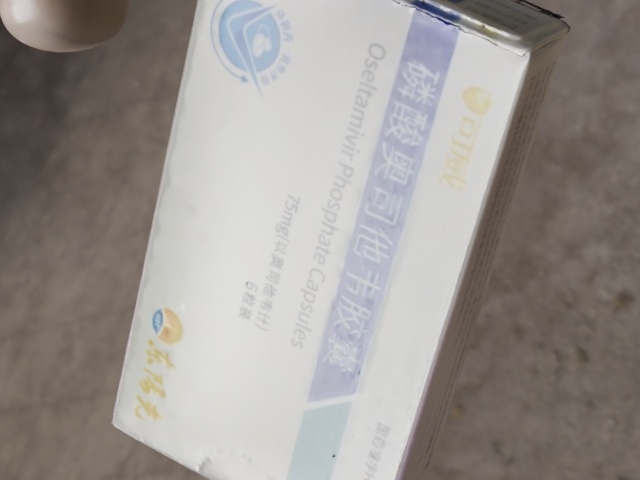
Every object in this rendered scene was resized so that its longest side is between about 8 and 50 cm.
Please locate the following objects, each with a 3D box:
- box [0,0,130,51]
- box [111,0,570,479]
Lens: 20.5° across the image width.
[{"bbox_3d":[-0.266,-0.270,1.851,0.088,0.200,0.146,3,99,19],"label":"box"},{"bbox_3d":[0.000,0.000,1.016,0.200,0.065,0.343,26,120,22],"label":"box"}]
